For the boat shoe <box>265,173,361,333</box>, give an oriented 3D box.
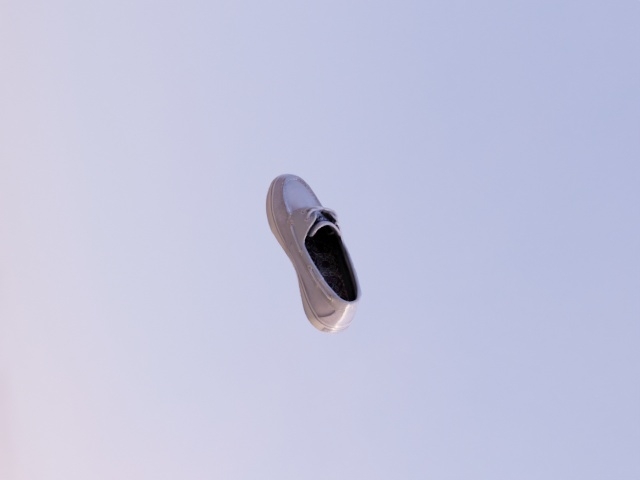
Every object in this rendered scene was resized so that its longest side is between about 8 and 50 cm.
[{"bbox_3d":[-0.001,0.001,1.451,0.081,0.079,0.227,-55,-133,47],"label":"boat shoe"}]
